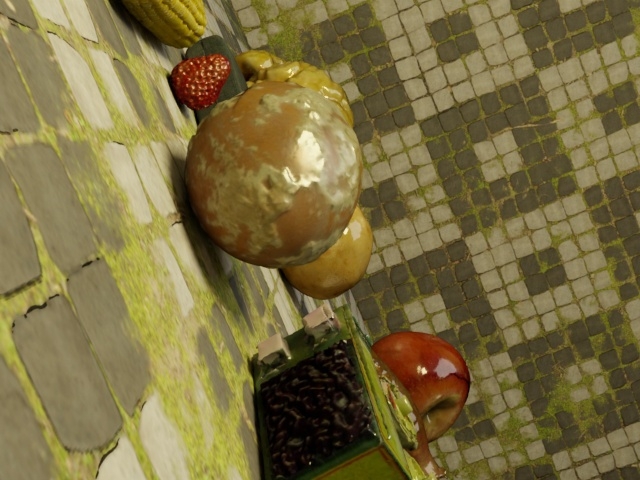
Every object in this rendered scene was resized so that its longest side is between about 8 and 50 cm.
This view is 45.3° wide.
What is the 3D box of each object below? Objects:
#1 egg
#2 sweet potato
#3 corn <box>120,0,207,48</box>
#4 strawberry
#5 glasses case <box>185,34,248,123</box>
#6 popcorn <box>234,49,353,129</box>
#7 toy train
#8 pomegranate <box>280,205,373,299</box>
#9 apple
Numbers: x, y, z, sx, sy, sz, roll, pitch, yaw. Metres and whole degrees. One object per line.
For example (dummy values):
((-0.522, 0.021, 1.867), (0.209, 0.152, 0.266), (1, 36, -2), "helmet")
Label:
((-0.048, -0.068, 0.808), (0.233, 0.195, 0.194), (-72, 141, -62), "egg")
((0.108, 0.303, 1.386), (0.131, 0.131, 0.336), (-55, 121, -86), "sweet potato")
((-0.189, -0.289, 0.918), (0.248, 0.081, 0.081), (-24, 92, -88), "corn")
((-0.151, -0.204, 0.982), (0.073, 0.083, 0.073), (-20, 90, -77), "strawberry")
((-0.127, -0.165, 1.114), (0.131, 0.074, 0.323), (62, 7, -49), "glasses case")
((-0.064, -0.239, 1.460), (0.332, 0.225, 0.265), (56, 3, 29), "popcorn")
((0.021, 0.195, 0.736), (0.177, 0.134, 0.261), (56, 8, -28), "toy train")
((0.000, 0.000, 1.298), (0.196, 0.196, 0.196), (-22, 90, -86), "pomegranate")
((0.200, 0.318, 1.681), (0.272, 0.251, 0.206), (39, 8, -47), "apple")
